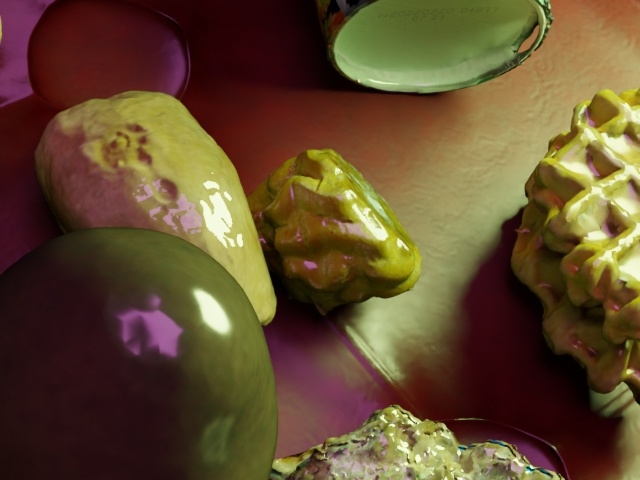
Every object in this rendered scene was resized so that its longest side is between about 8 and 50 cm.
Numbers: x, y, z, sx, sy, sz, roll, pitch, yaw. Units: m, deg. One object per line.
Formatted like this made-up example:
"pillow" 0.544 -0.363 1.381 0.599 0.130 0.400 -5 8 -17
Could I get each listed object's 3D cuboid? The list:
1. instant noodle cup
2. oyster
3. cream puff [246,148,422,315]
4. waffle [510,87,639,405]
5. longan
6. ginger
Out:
"instant noodle cup" 0.093 -0.254 1.400 0.251 0.251 0.190 1 66 -15
"oyster" 0.057 0.220 1.163 0.259 0.092 0.198 -5 55 -15
"cream puff" 0.000 0.000 1.278 0.116 0.146 0.146 -38 69 9
"waffle" 0.315 -0.004 1.343 0.324 0.151 0.261 -10 56 -25
"longan" -0.131 0.105 1.084 0.248 0.248 0.248 7 56 -11
"ginger" -0.132 -0.028 1.240 0.138 0.152 0.267 -24 63 -19
